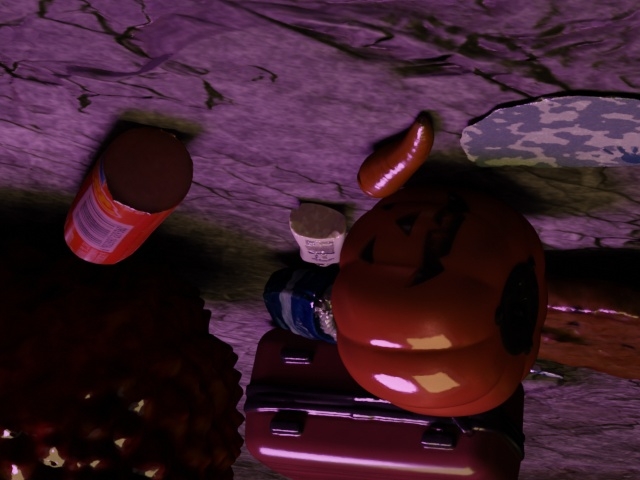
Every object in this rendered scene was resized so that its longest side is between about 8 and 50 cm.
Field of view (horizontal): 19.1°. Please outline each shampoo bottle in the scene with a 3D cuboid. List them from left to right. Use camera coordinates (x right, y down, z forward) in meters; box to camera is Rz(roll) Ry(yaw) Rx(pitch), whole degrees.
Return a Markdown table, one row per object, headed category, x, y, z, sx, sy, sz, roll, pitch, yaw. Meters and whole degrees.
| category | x | y | z | sx | sy | sz | roll | pitch | yaw |
| --- | --- | --- | --- | --- | --- | --- | --- | --- | --- |
| shampoo bottle | 0.000 | 0.000 | 1.677 | 0.049 | 0.034 | 0.141 | 0 | 166 | 2 |

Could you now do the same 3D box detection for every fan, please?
| category | x | y | z | sx | sy | sz | roll | pitch | yaw |
| --- | --- | --- | --- | --- | --- | --- | --- | --- | --- |
| fan | 0.186 | -0.075 | 1.331 | 0.131 | 0.009 | 0.240 | 21 | 161 | -41 |

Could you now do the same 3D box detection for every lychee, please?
| category | x | y | z | sx | sy | sz | roll | pitch | yaw |
| --- | --- | --- | --- | --- | --- | --- | --- | --- | --- |
| lychee | -0.300 | 0.202 | 1.890 | 0.424 | 0.425 | 0.500 | 19 | 136 | -37 |

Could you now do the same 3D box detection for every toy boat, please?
| category | x | y | z | sx | sy | sz | roll | pitch | yaw |
| --- | --- | --- | --- | --- | --- | --- | --- | --- | --- |
| toy boat | 0.099 | 0.084 | 1.825 | 0.291 | 0.067 | 0.220 | 11 | 173 | 20 |

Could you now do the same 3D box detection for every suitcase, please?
| category | x | y | z | sx | sy | sz | roll | pitch | yaw |
| --- | --- | --- | --- | --- | --- | --- | --- | --- | --- |
| suitcase | 0.077 | 0.198 | 2.153 | 0.297 | 0.161 | 0.236 | 3 | 165 | 16 |

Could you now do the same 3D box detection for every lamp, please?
| category | x | y | z | sx | sy | sz | roll | pitch | yaw |
| --- | --- | --- | --- | --- | --- | --- | --- | --- | --- |
| lamp | 0.088 | 0.047 | 1.514 | 0.164 | 0.188 | 0.187 | 3 | 165 | 30 |

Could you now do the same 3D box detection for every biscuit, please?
| category | x | y | z | sx | sy | sz | roll | pitch | yaw |
| --- | --- | --- | --- | --- | --- | --- | --- | --- | --- |
| biscuit | 0.289 | 0.086 | 1.792 | 0.359 | 0.046 | 0.359 | 12 | 171 | 2 |

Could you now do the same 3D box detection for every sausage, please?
| category | x | y | z | sx | sy | sz | roll | pitch | yaw |
| --- | --- | --- | --- | --- | --- | --- | --- | --- | --- |
| sausage | -0.167 | -0.027 | 1.580 | 0.074 | 0.074 | 0.274 | 11 | 165 | -13 |

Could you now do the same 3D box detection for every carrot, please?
| category | x | y | z | sx | sy | sz | roll | pitch | yaw |
| --- | --- | --- | --- | --- | --- | --- | --- | --- | --- |
| carrot | 0.059 | -0.062 | 1.411 | 0.035 | 0.035 | 0.142 | 12 | 158 | -16 |
